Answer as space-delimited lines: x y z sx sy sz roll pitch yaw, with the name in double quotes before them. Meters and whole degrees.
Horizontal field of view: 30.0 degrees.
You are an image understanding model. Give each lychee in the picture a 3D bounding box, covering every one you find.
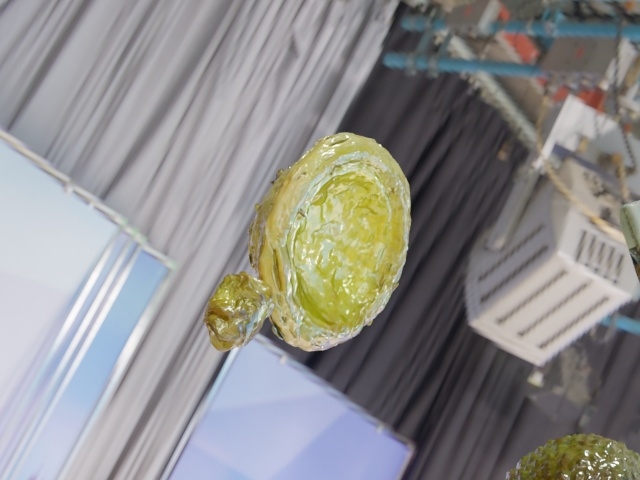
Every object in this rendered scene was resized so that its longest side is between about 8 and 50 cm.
"lychee" 0.404 0.423 1.801 0.320 0.270 0.270 -25 -36 16

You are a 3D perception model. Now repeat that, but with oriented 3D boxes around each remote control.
"remote control" 0.371 0.035 1.276 0.065 0.166 0.029 -16 -5 -20

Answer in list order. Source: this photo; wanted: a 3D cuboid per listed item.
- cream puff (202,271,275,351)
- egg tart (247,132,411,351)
"cream puff" -0.087 0.073 1.221 0.058 0.083 0.083 26 12 15
"egg tart" 0.000 0.000 1.799 0.132 0.345 0.345 16 -17 38
